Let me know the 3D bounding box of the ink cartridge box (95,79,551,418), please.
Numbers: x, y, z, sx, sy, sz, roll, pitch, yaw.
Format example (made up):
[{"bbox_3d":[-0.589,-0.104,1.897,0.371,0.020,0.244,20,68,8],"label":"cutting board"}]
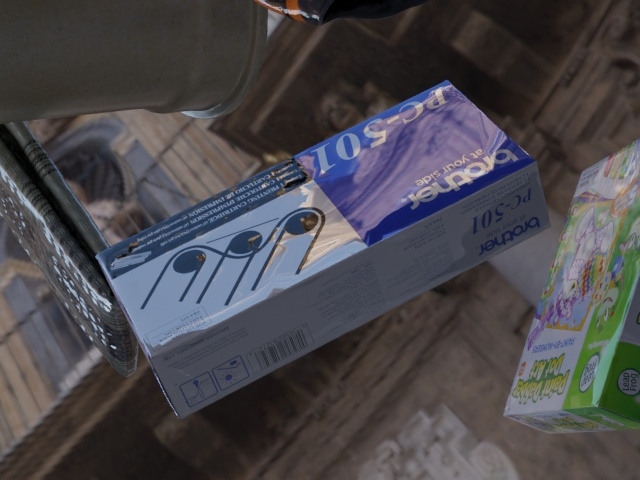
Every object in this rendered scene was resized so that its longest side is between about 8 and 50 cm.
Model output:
[{"bbox_3d":[0.000,0.000,0.689,0.207,0.097,0.046,-26,-51,-9],"label":"ink cartridge box"}]

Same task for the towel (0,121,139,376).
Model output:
[{"bbox_3d":[-0.300,-0.013,1.556,0.056,0.324,0.312,-35,-13,-16],"label":"towel"}]

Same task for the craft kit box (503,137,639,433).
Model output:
[{"bbox_3d":[0.246,0.037,1.148,0.061,0.250,0.246,18,-102,-6],"label":"craft kit box"}]

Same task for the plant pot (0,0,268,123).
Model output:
[{"bbox_3d":[-0.271,-0.249,1.360,0.306,0.334,0.333,-19,-55,-31],"label":"plant pot"}]

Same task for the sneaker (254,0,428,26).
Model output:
[{"bbox_3d":[0.076,-0.302,1.156,0.321,0.180,0.124,-52,-35,-2],"label":"sneaker"}]
